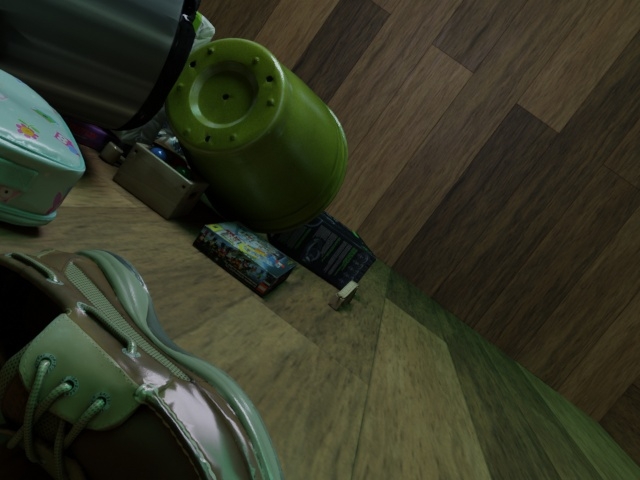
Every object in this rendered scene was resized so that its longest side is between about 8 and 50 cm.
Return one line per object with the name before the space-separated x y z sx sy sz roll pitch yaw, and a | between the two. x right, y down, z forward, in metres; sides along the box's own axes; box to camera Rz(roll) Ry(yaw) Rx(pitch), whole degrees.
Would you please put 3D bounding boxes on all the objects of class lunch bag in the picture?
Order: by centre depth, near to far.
lunch bag | -0.405 -0.129 0.622 0.279 0.108 0.224 26 18 -48

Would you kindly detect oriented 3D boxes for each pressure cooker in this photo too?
pressure cooker | -0.442 -0.397 0.910 0.420 0.376 0.369 13 2 -41

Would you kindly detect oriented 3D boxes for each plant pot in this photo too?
plant pot | -0.149 -0.231 1.243 0.366 0.366 0.353 38 -3 16

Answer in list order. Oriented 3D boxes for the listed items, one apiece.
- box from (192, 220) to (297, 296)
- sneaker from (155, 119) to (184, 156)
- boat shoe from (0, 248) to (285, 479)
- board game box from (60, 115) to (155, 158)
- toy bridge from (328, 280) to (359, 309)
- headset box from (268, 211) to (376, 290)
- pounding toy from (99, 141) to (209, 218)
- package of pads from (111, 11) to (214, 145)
box | -0.137 0.028 1.139 0.159 0.044 0.233 37 7 3
sneaker | -0.474 -0.321 1.681 0.283 0.110 0.122 34 -11 -36
boat shoe | -0.144 0.106 0.373 0.116 0.123 0.324 17 12 -48
board game box | -0.488 -0.247 1.257 0.208 0.056 0.347 45 10 29
toy bridge | 0.063 0.125 1.393 0.026 0.063 0.188 38 7 10
headset box | 0.000 0.000 1.630 0.283 0.131 0.246 35 8 -15
pounding toy | -0.326 -0.143 1.151 0.206 0.094 0.181 37 7 0
package of pads | -0.378 -0.374 1.217 0.229 0.297 0.101 39 12 26
